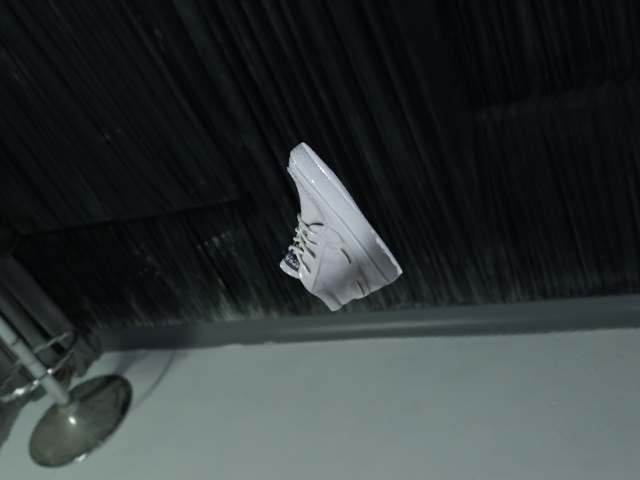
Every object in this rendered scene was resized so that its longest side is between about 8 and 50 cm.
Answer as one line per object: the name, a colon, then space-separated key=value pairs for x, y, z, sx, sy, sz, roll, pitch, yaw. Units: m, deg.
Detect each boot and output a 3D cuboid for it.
boot: x=0.000 y=0.000 z=0.899 sx=0.123 sy=0.258 sz=0.095 roll=-34 pitch=41 yaw=5
